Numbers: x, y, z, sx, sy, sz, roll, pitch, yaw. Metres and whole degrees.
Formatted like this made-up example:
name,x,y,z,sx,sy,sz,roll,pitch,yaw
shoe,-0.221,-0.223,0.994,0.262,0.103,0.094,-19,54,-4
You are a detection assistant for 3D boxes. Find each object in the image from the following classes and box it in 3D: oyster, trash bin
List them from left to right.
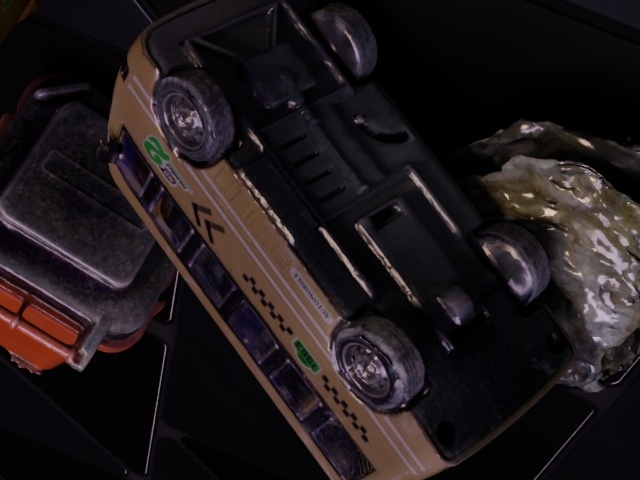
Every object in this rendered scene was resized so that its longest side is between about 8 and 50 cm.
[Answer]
name,x,y,z,sx,sy,sz,roll,pitch,yaw
trash bin,-0.202,0.015,0.884,0.161,0.184,0.239,33,150,-12
oyster,0.132,0.024,0.753,0.198,0.112,0.267,31,148,-9

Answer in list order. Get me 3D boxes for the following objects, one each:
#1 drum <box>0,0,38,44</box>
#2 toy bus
name,x,y,z,sx,sy,sz,roll,pitch,yaw
drum,-0.381,-0.196,0.675,0.431,0.214,0.431,15,145,11
toy bus,0.000,0.000,0.694,0.289,0.139,0.157,52,143,6
